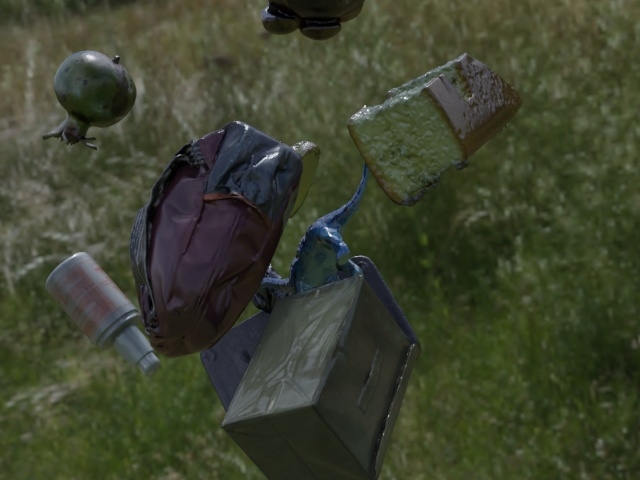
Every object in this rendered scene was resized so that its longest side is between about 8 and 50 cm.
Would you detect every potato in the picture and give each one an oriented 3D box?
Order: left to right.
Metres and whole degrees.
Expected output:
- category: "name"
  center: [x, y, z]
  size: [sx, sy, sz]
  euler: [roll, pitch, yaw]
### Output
- category: "potato"
  center: [-0.057, -0.122, 2.394]
  size: [0.054, 0.198, 0.119]
  euler: [34, 64, 15]

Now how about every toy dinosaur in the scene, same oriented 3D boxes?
- category: "toy dinosaur"
  center: [0.005, 0.030, 1.778]
  size: [0.076, 0.144, 0.329]
  euler: [3, -39, -37]

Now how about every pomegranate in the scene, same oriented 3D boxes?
- category: "pomegranate"
  center: [-0.395, -0.242, 2.127]
  size: [0.149, 0.169, 0.148]
  euler: [10, 3, -1]

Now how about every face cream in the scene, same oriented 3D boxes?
- category: "face cream"
  center: [-0.377, 0.141, 2.188]
  size: [0.101, 0.251, 0.101]
  euler: [-42, -11, -10]

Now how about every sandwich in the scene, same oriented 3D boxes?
- category: "sandwich"
  center: [0.152, -0.149, 1.490]
  size: [0.122, 0.128, 0.236]
  euler: [-27, 8, 36]

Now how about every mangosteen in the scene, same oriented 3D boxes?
- category: "mangosteen"
  center: [-0.006, -0.433, 1.993]
  size: [0.210, 0.209, 0.210]
  euler: [-11, 12, 2]

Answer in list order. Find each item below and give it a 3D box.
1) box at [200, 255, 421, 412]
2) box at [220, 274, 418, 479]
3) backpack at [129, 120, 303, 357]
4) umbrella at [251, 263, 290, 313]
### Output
- category: "box"
  center: [-0.019, 0.192, 2.118]
  size: [0.350, 0.211, 0.058]
  euler: [-31, -23, 2]
- category: "box"
  center: [0.007, 0.185, 1.553]
  size: [0.155, 0.149, 0.231]
  euler: [-17, 33, 34]
- category: "backpack"
  center: [-0.174, 0.013, 1.741]
  size: [0.197, 0.317, 0.283]
  euler: [25, -23, -13]
- category: "umbrella"
  center: [-0.142, 0.020, 2.113]
  size: [0.071, 0.248, 0.071]
  euler: [-35, -13, -10]
